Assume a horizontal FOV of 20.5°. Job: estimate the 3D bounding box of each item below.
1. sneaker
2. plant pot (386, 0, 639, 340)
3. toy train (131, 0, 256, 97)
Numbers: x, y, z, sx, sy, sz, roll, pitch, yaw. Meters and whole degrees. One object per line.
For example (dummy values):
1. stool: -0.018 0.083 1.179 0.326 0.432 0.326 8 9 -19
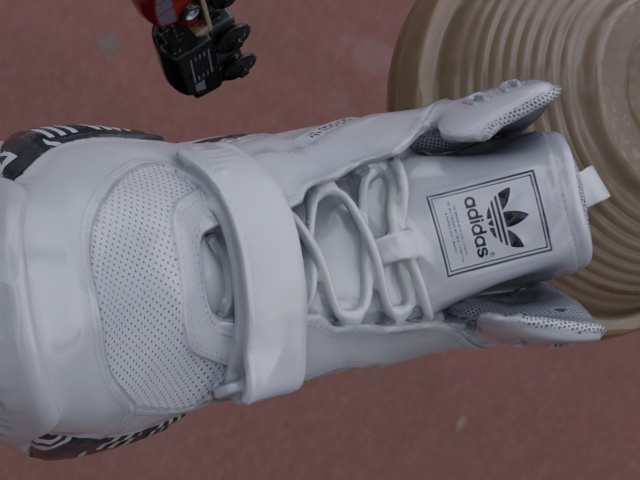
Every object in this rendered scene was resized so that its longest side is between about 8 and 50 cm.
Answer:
1. sneaker: 0.000 0.000 0.766 0.366 0.210 0.137 -12 92 -69
2. plant pot: 0.162 -0.067 0.981 0.237 0.110 0.237 9 73 -32
3. toy train: -0.047 -0.087 0.573 0.036 0.158 0.027 -34 71 -9
